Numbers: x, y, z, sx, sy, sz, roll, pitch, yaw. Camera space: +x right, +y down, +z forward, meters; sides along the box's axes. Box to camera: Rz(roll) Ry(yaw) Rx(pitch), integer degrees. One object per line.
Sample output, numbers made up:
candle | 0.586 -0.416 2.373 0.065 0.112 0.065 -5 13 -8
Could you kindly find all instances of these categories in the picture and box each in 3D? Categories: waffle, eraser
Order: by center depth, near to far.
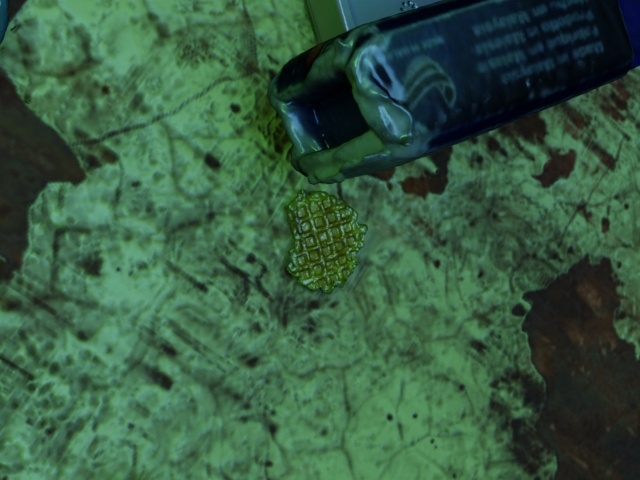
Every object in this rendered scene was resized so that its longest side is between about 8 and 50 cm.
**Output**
eraser | 0.132 -0.139 0.722 0.332 0.155 0.102 -24 98 -24
waffle | 0.001 0.002 0.813 0.078 0.016 0.085 16 83 -24

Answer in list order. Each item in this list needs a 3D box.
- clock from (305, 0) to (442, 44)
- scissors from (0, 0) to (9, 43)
clock | 0.097 -0.176 0.831 0.192 0.071 0.147 -20 98 -24
scissors | -0.338 -0.102 0.640 0.138 0.041 0.289 44 71 -19
